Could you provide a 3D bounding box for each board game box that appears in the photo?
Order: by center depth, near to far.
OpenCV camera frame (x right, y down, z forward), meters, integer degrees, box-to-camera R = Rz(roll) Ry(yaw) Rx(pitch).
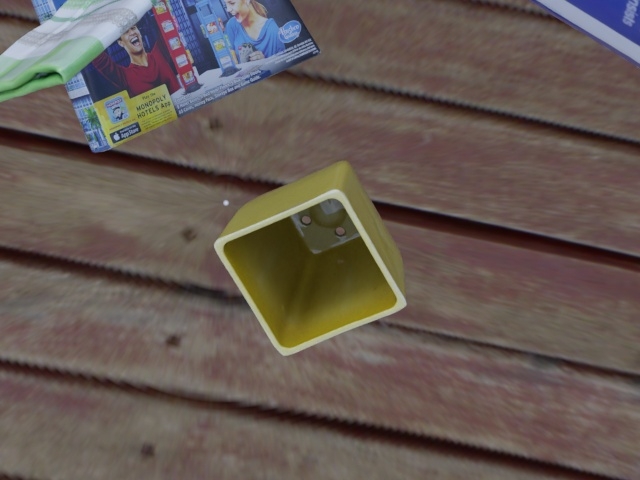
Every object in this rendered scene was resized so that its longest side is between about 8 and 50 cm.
[{"bbox_3d":[-0.115,-0.175,1.282,0.194,0.060,0.194,-28,100,-41],"label":"board game box"}]

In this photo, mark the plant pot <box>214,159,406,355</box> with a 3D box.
[{"bbox_3d":[0.000,0.000,1.129,0.081,0.083,0.081,-23,112,20],"label":"plant pot"}]

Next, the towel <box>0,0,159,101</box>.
[{"bbox_3d":[-0.122,-0.131,1.110,0.152,0.113,0.023,-46,111,-31],"label":"towel"}]

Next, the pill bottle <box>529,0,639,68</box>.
[{"bbox_3d":[0.156,-0.113,0.652,0.264,0.153,0.153,35,89,15],"label":"pill bottle"}]
